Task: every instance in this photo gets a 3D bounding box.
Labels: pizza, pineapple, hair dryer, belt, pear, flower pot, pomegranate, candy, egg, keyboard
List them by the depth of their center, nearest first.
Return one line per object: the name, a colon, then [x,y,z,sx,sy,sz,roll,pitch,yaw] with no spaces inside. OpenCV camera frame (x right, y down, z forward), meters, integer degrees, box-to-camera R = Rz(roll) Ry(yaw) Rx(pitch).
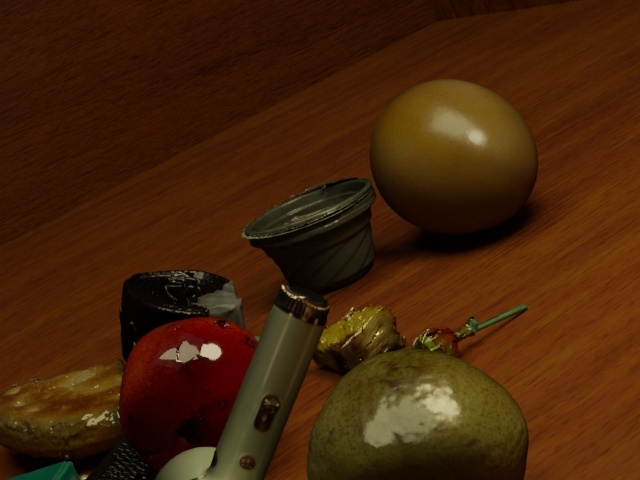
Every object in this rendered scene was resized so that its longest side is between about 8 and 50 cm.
pear: [0.097,0.207,1.427,0.228,0.188,0.211,-19,29,10]
hair dryer: [-0.070,0.198,1.469,0.128,0.362,0.203,20,8,-13]
pomegranate: [-0.155,0.202,1.763,0.210,0.210,0.235,-38,-9,-45]
keyboard: [-0.268,0.326,1.774,0.087,0.017,0.250,14,27,15]
candy: [0.202,0.120,1.857,0.201,0.061,0.060,-23,14,-35]
pineapple: [0.043,0.148,1.946,0.137,0.069,0.116,-25,19,22]
pizza: [-0.349,0.249,2.061,0.335,0.086,0.226,-4,19,43]
belt: [-0.207,0.142,2.116,0.184,0.164,0.289,2,10,-12]
egg: [0.217,-0.131,2.277,0.250,0.250,0.322,-27,25,-20]
flower pot: [0.000,0.000,2.324,0.235,0.141,0.235,-19,15,5]

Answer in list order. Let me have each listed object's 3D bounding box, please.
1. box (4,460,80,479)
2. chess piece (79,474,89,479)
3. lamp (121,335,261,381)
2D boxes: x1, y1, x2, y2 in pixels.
box: [-0.240,0.349,1.301,0.092,0.245,0.153,-19,15,18]
chess piece: [-0.351,0.332,1.890,0.092,0.035,0.035,-16,16,5]
lamp: [-0.158,0.191,1.923,0.214,0.121,0.121,-11,13,-16]
